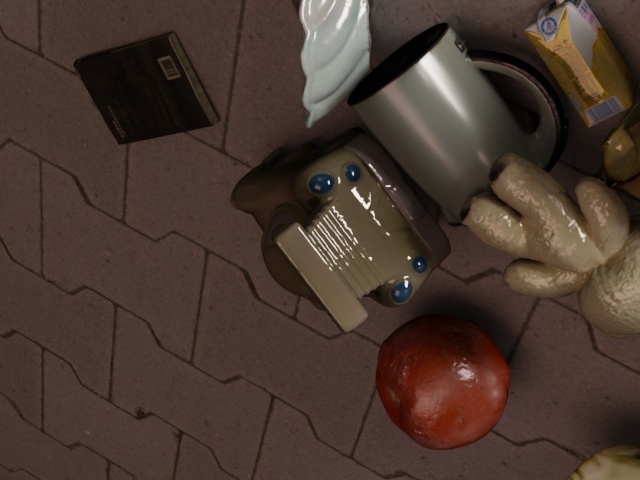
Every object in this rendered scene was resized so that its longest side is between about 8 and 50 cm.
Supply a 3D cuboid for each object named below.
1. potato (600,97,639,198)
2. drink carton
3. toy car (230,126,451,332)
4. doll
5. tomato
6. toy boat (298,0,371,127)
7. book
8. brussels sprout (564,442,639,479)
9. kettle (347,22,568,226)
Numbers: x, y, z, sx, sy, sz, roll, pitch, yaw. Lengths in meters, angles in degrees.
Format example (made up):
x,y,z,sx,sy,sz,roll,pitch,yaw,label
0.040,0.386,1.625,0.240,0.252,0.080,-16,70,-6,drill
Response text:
x,y,z,sx,sy,sz,roll,pitch,yaw,label
0.457,-0.112,1.229,0.242,0.242,0.285,37,145,4,potato
0.294,-0.236,1.333,0.075,0.084,0.200,-27,106,36,drink carton
0.000,0.000,1.601,0.242,0.226,0.336,52,158,-14,toy car
0.313,-0.003,1.374,0.278,0.149,0.175,35,160,0,doll
0.189,0.210,1.724,0.208,0.185,0.208,160,90,-73,tomato
0.012,-0.289,1.444,0.100,0.199,0.290,-4,113,-1,toy boat
-0.280,-0.236,1.800,0.228,0.024,0.160,-6,121,40,book
0.504,0.429,1.607,0.344,0.344,0.268,36,101,5,brussels sprout
0.190,-0.150,1.438,0.221,0.161,0.236,-33,105,27,kettle
